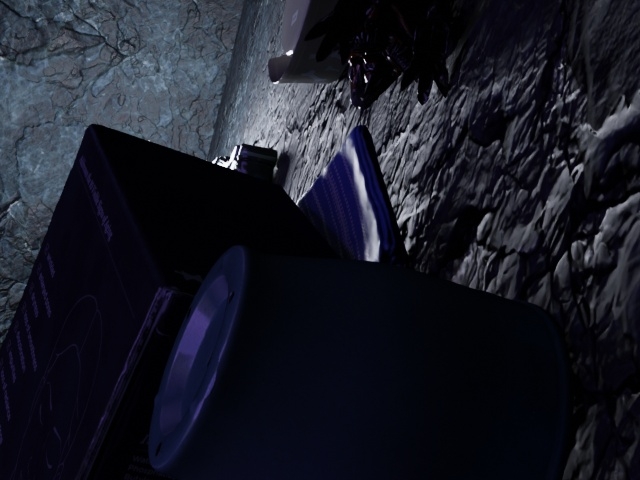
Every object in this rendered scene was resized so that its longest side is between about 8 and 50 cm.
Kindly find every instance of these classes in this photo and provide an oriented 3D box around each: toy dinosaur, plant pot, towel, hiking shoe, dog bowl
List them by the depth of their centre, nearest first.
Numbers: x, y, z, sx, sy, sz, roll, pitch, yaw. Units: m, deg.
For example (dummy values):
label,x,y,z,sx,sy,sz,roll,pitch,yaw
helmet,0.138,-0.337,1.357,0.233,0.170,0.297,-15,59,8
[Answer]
label,x,y,z,sx,sy,sz,roll,pitch,yaw
plant pot,0.013,0.132,0.801,0.272,0.255,0.272,-56,20,34
toy dinosaur,0.086,-0.287,1.204,0.218,0.164,0.322,-70,-19,-48
towel,-0.016,0.037,1.313,0.336,0.040,0.243,-49,37,34
dog bowl,0.006,-0.422,1.701,0.349,0.102,0.349,-169,90,-77
hiking shoe,-0.179,-0.110,2.161,0.304,0.113,0.132,147,134,-71

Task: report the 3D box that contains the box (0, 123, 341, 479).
label,x,y,z,sx,sy,sz,roll,pitch,yaw
box,-0.191,0.182,1.202,0.472,0.297,0.480,-66,28,16
